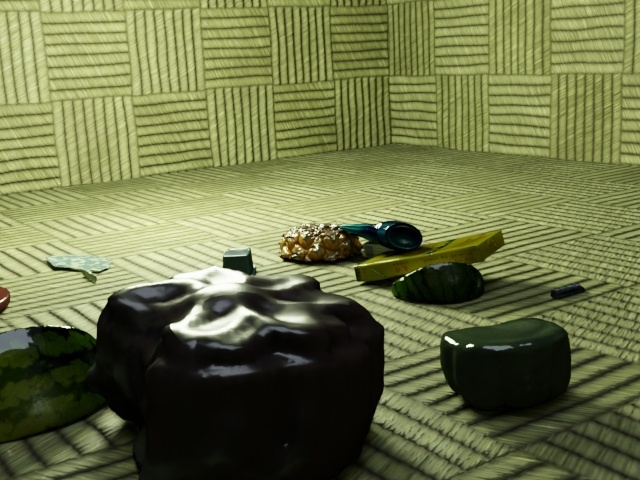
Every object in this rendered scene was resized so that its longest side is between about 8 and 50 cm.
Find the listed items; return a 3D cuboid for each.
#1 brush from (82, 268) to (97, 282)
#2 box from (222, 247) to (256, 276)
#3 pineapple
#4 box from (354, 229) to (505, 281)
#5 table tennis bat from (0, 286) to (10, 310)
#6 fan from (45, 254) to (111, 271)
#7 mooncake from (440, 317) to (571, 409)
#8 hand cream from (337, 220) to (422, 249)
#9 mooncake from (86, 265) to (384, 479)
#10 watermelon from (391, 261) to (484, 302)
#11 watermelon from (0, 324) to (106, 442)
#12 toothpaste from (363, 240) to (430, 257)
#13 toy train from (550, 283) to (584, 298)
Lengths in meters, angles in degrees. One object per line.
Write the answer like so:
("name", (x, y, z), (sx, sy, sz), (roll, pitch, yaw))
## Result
("brush", (-0.514, 0.079, 1.928), (0.013, 0.016, 0.083), (2, 7, -34))
("box", (-0.181, 0.050, 1.893), (0.074, 0.054, 0.099), (-1, 12, 1))
("pineapple", (0.000, 0.000, 2.035), (0.224, 0.076, 0.225), (-4, 11, 1))
("box", (0.223, 0.032, 1.767), (0.279, 0.041, 0.153), (-12, 6, 31))
("table tennis bat", (-0.730, 0.117, 1.760), (0.200, 0.038, 0.310), (-4, 13, -6))
("fan", (-0.578, 0.053, 2.074), (0.240, 0.009, 0.131), (9, 17, 43))
("mooncake", (0.251, 0.163, 1.176), (0.175, 0.104, 0.168), (0, 16, 24))
("hand cream", (0.132, -0.013, 1.890), (0.120, 0.061, 0.270), (9, -1, -17))
("mooncake", (-0.102, 0.158, 1.079), (0.350, 0.212, 0.381), (-5, 13, -38))
("watermelon", (0.234, 0.095, 1.644), (0.181, 0.075, 0.092), (-2, -32, -6))
("watermelon", (-0.416, 0.181, 1.185), (0.303, 0.128, 0.159), (-11, 15, -33))
("toothpaste", (0.192, 0.025, 1.954), (0.196, 0.040, 0.047), (5, 18, 32))
("toy train", (0.469, 0.094, 1.629), (0.083, 0.017, 0.017), (-11, 16, -33))
